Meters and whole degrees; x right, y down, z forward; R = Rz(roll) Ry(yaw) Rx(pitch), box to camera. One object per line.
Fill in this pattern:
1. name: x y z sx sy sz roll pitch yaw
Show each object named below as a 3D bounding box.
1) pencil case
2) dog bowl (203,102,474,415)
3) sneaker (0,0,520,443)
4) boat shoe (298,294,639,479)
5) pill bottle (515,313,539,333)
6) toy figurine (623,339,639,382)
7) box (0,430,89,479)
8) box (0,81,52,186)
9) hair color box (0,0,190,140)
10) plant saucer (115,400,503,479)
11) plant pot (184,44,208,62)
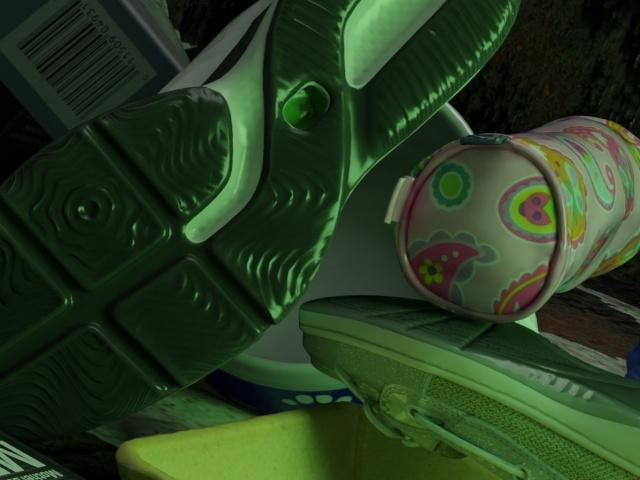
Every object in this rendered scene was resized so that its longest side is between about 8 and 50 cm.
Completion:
1. pencil case: 0.140 -0.021 1.194 0.124 0.124 0.284 26 16 19
2. dog bowl: 0.000 0.000 1.363 0.264 0.265 0.104 26 -22 19
3. sneaker: -0.067 -0.034 1.193 0.169 0.447 0.257 48 -12 -2
4. boat shoe: 0.119 0.115 1.070 0.320 0.103 0.118 22 12 24
5. pill bottle: 0.093 0.070 1.543 0.161 0.161 0.283 21 9 -12
6. toy figurine: 0.277 0.118 1.403 0.191 0.217 0.362 17 2 -17
7. box: -0.208 0.124 0.788 0.216 0.060 0.270 25 9 21
8. box: -0.396 -0.207 1.605 0.381 0.143 0.191 47 3 4
9. hair color box: -0.205 -0.185 1.470 0.185 0.113 0.374 51 4 -20
10. plant saucer: 0.082 0.203 0.984 0.332 0.081 0.333 27 9 21
11. plant pot: -0.129 -0.065 1.638 0.167 0.188 0.187 5 35 19
